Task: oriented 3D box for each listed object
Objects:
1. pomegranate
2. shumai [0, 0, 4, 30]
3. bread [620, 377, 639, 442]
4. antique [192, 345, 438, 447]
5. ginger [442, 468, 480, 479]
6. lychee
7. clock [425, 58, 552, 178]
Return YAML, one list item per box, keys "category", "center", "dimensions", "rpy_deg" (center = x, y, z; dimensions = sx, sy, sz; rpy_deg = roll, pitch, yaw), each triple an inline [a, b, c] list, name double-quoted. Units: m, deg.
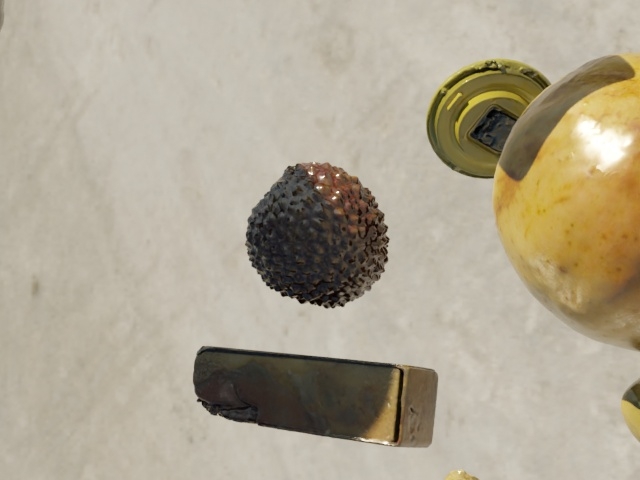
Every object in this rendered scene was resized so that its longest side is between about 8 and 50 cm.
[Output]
- category: "pomegranate"
  center: [0.392, -0.030, 1.339]
  dimensions: [0.410, 0.410, 0.410]
  rpy_deg: [-10, 78, 60]
- category: "shumai"
  center: [-0.523, -0.282, 1.189]
  dimensions: [0.397, 0.323, 0.324]
  rpy_deg: [-46, 44, 50]
- category: "bread"
  center: [0.494, 0.213, 1.378]
  dimensions: [0.147, 0.217, 0.098]
  rpy_deg: [36, 142, 44]
- category: "antique"
  center: [-0.015, 0.186, 1.293]
  dimensions: [0.310, 0.087, 0.093]
  rpy_deg: [2, 82, 32]
- category: "ginger"
  center: [0.047, 0.285, 1.007]
  dimensions: [0.075, 0.288, 0.089]
  rpy_deg: [36, 128, 46]
- category: "lychee"
  center: [0.000, 0.000, 1.309]
  dimensions: [0.188, 0.188, 0.188]
  rpy_deg: [-10, 78, 60]
- category: "clock"
  center: [0.296, -0.195, 1.806]
  dimensions: [0.057, 0.237, 0.237]
  rpy_deg: [-89, 20, -55]
